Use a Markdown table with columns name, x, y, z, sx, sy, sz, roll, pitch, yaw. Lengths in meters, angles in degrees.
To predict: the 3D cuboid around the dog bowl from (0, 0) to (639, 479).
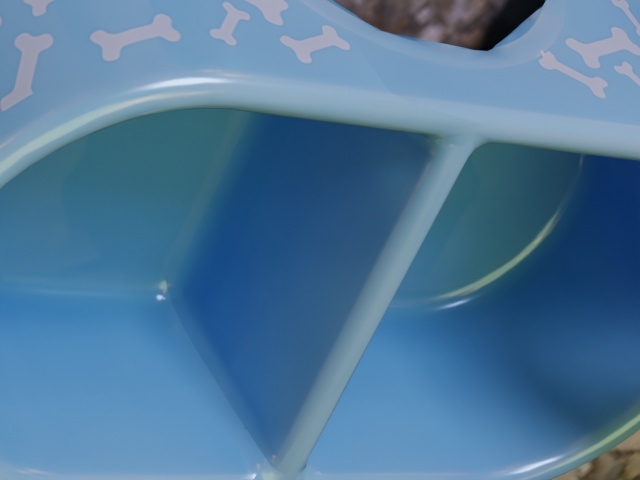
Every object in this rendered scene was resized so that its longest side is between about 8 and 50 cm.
| name | x | y | z | sx | sy | sz | roll | pitch | yaw |
| --- | --- | --- | --- | --- | --- | --- | --- | --- | --- |
| dog bowl | 0.000 | 0.000 | 0.506 | 0.297 | 0.074 | 0.166 | 4 | 126 | -34 |
